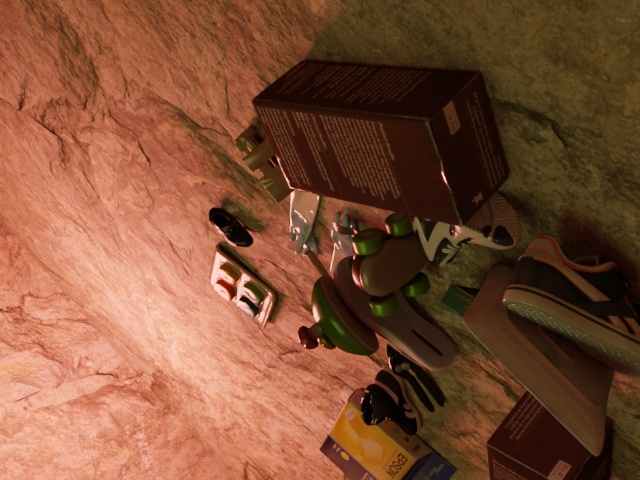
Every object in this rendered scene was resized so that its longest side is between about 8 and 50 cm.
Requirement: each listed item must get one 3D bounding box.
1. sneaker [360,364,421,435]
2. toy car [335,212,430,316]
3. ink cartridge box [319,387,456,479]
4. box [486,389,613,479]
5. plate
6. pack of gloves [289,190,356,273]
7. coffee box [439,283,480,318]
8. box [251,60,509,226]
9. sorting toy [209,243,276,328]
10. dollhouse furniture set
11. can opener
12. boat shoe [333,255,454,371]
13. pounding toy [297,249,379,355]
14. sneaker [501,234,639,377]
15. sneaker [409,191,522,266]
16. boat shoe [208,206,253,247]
[{"bbox_3d":[0.151,0.398,2.091,0.079,0.121,0.217,16,140,45],"label":"sneaker"},{"bbox_3d":[0.090,0.029,1.677,0.188,0.149,0.155,18,131,54],"label":"toy car"},{"bbox_3d":[0.158,0.557,2.308,0.307,0.072,0.303,41,142,16],"label":"ink cartridge box"},{"bbox_3d":[0.425,0.412,1.684,0.167,0.168,0.203,25,145,35],"label":"box"},{"bbox_3d":[0.355,0.163,1.406,0.277,0.278,0.045,46,117,2],"label":"plate"},{"bbox_3d":[0.000,0.000,1.854,0.195,0.046,0.232,35,150,22],"label":"pack of gloves"},{"bbox_3d":[0.278,0.121,1.528,0.113,0.040,0.184,35,-171,24],"label":"coffee box"},{"bbox_3d":[0.086,-0.164,1.425,0.381,0.143,0.191,17,141,45],"label":"box"},{"bbox_3d":[-0.206,0.123,2.304,0.208,0.038,0.193,41,152,10],"label":"sorting toy"},{"bbox_3d":[-0.077,-0.174,1.748,0.144,0.123,0.151,50,-173,-8],"label":"dollhouse furniture set"},{"bbox_3d":[0.209,0.296,1.964,0.059,0.073,0.186,-34,105,23],"label":"can opener"},{"bbox_3d":[0.134,0.156,1.815,0.302,0.109,0.094,45,157,-3],"label":"boat shoe"},{"bbox_3d":[0.012,0.158,1.817,0.183,0.110,0.237,44,-166,-34],"label":"pounding toy"},{"bbox_3d":[0.420,0.102,1.353,0.321,0.127,0.126,30,163,-25],"label":"sneaker"},{"bbox_3d":[0.232,-0.010,1.475,0.235,0.094,0.153,23,146,37],"label":"sneaker"},{"bbox_3d":[-0.209,-0.029,2.095,0.133,0.049,0.042,37,159,25],"label":"boat shoe"}]
